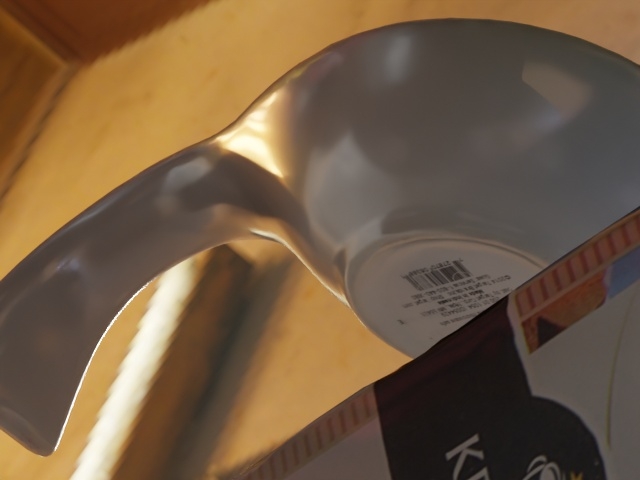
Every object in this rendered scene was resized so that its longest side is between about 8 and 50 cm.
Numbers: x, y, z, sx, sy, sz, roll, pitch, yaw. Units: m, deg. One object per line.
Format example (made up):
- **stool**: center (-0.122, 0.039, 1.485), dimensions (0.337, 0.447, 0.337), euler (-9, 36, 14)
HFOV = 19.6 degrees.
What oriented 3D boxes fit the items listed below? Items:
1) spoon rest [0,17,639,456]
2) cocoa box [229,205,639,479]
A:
- **spoon rest**: center (0.000, 0.000, 0.567), dimensions (0.276, 0.137, 0.084), euler (-15, -136, 36)
- **cocoa box**: center (0.151, 0.168, 0.337), dimensions (0.228, 0.231, 0.347), euler (-37, -138, 23)
